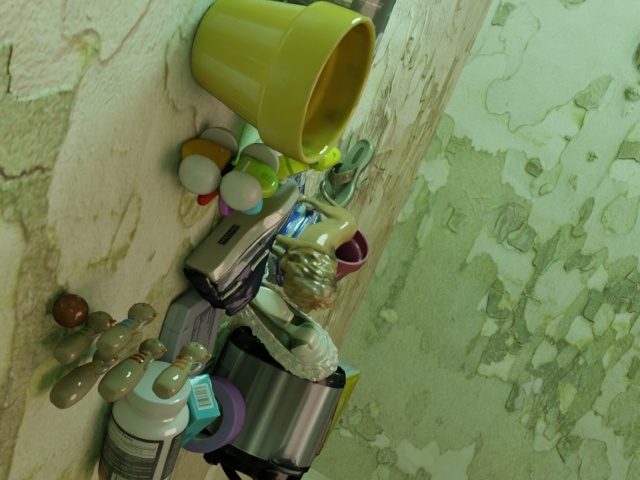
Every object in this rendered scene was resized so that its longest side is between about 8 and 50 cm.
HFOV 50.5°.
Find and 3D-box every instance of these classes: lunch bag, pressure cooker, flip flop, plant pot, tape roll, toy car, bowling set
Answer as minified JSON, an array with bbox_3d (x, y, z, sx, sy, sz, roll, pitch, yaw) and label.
[{"bbox_3d":[-0.089,0.011,1.912,0.219,0.090,0.176,-55,161,-33],"label":"lunch bag"},{"bbox_3d":[-0.163,0.493,1.935,0.370,0.376,0.420,37,76,-78],"label":"pressure cooker"},{"bbox_3d":[0.073,-0.207,2.089,0.277,0.112,0.080,-58,139,-11],"label":"flip flop"},{"bbox_3d":[0.036,0.054,2.259,0.201,0.201,0.180,-46,173,-50],"label":"plant pot"},{"bbox_3d":[-0.294,0.443,1.743,0.189,0.189,0.080,-63,164,0],"label":"tape roll"},{"bbox_3d":[-0.169,-0.107,1.226,0.159,0.182,0.136,-69,-179,-52],"label":"toy car"},{"bbox_3d":[-0.070,-0.287,1.118,0.254,0.239,0.254,-56,165,-24],"label":"plant pot"},{"bbox_3d":[-0.335,0.154,1.124,0.154,0.287,0.199,-51,129,-60],"label":"bowling set"}]

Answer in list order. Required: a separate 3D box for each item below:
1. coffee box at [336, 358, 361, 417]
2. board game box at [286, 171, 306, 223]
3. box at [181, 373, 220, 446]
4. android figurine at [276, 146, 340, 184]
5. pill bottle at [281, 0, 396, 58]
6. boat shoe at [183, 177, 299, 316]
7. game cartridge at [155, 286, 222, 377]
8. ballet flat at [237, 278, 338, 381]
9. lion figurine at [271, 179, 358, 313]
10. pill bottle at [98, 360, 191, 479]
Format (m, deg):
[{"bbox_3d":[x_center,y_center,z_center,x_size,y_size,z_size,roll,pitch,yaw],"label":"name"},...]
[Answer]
[{"bbox_3d":[-0.099,0.522,2.285,0.337,0.334,0.338,-63,166,-2],"label":"coffee box"},{"bbox_3d":[-0.085,-0.126,1.776,0.136,0.035,0.201,-54,163,-33],"label":"board game box"},{"bbox_3d":[-0.320,0.403,1.564,0.060,0.100,0.244,-1,149,-39],"label":"box"},{"bbox_3d":[-0.086,-0.145,1.416,0.273,0.248,0.056,-35,108,-67],"label":"android figurine"},{"bbox_3d":[0.003,-0.369,1.307,0.204,0.204,0.361,-33,148,-64],"label":"pill bottle"},{"bbox_3d":[-0.156,0.015,1.529,0.340,0.127,0.158,-46,138,-26],"label":"boat shoe"},{"bbox_3d":[-0.307,0.227,1.592,0.196,0.060,0.294,-49,160,-55],"label":"game cartridge"},{"bbox_3d":[-0.088,0.214,1.682,0.147,0.409,0.147,-40,-160,18],"label":"ballet flat"},{"bbox_3d":[0.000,0.000,1.721,0.392,0.240,0.142,-53,155,-33],"label":"lion figurine"},{"bbox_3d":[-0.372,0.406,1.451,0.162,0.162,0.278,-36,150,-61],"label":"pill bottle"}]
